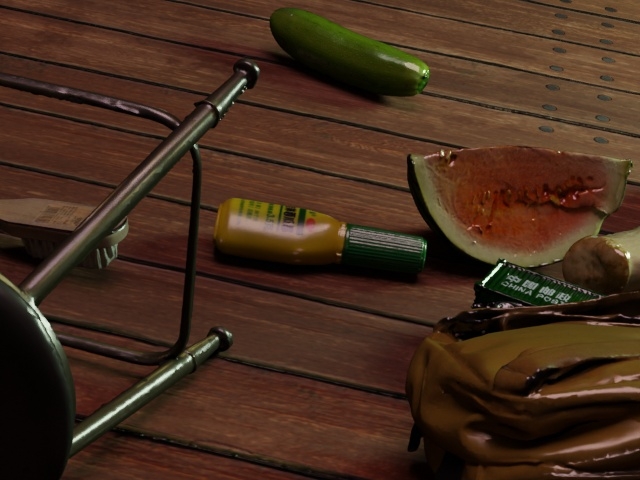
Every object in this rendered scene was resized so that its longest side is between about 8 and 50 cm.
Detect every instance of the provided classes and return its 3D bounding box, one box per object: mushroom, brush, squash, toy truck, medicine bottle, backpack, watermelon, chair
[{"bbox_3d":[0.472,0.016,2.062,0.351,0.095,0.123,-10,8,-23],"label":"mushroom"},{"bbox_3d":[-0.376,-0.016,1.938,0.327,0.065,0.070,9,34,20],"label":"brush"},{"bbox_3d":[0.040,-0.283,2.490,0.292,0.082,0.082,26,33,25],"label":"squash"},{"bbox_3d":[0.292,0.117,1.847,0.259,0.088,0.121,20,31,22],"label":"toy truck"},{"bbox_3d":[0.000,0.000,1.996,0.260,0.064,0.095,10,29,-1],"label":"medicine bottle"},{"bbox_3d":[0.278,0.170,1.587,0.378,0.201,0.353,-4,13,-3],"label":"backpack"},{"bbox_3d":[0.239,-0.025,2.051,0.303,0.159,0.128,2,59,-17],"label":"watermelon"},{"bbox_3d":[-0.303,0.031,1.575,0.362,0.365,0.410,14,34,9],"label":"chair"}]
